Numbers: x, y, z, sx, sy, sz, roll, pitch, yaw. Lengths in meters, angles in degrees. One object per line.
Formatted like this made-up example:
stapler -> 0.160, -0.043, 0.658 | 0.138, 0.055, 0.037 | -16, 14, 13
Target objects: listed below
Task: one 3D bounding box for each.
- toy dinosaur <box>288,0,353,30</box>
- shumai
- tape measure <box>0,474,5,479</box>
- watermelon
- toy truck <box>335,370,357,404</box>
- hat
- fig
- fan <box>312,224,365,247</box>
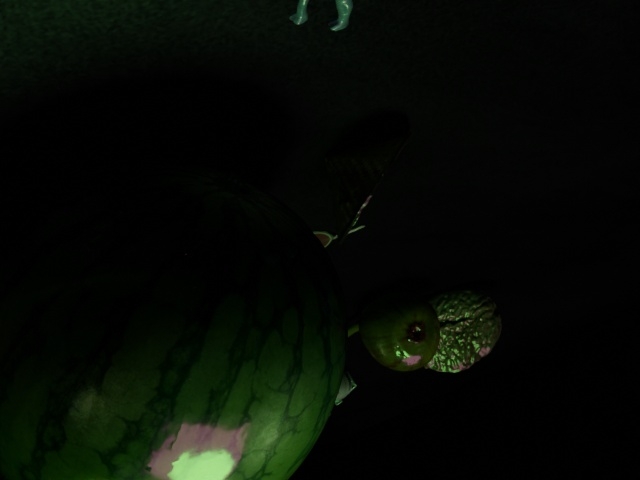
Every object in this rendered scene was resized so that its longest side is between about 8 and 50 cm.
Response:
toy dinosaur -> 0.010, -0.187, 0.507 | 0.197, 0.045, 0.080 | -4, 154, -12
shumai -> 0.277, 0.187, 1.616 | 0.206, 0.166, 0.175 | -16, -178, -6
tape measure -> -0.461, 0.417, 1.214 | 0.236, 0.120, 0.197 | -12, 171, -20
watermelon -> -0.146, 0.098, 0.693 | 0.363, 0.363, 0.363 | -17, 160, -6
toy truck -> 0.008, 0.392, 1.948 | 0.140, 0.108, 0.257 | -34, 161, 3
hat -> 0.033, -0.073, 0.816 | 0.146, 0.067, 0.146 | -58, 179, -1
fig -> 0.125, 0.170, 1.462 | 0.151, 0.151, 0.259 | -9, -178, -26
fan -> 0.000, 0.000, 1.048 | 0.133, 0.005, 0.085 | -17, 159, -2
